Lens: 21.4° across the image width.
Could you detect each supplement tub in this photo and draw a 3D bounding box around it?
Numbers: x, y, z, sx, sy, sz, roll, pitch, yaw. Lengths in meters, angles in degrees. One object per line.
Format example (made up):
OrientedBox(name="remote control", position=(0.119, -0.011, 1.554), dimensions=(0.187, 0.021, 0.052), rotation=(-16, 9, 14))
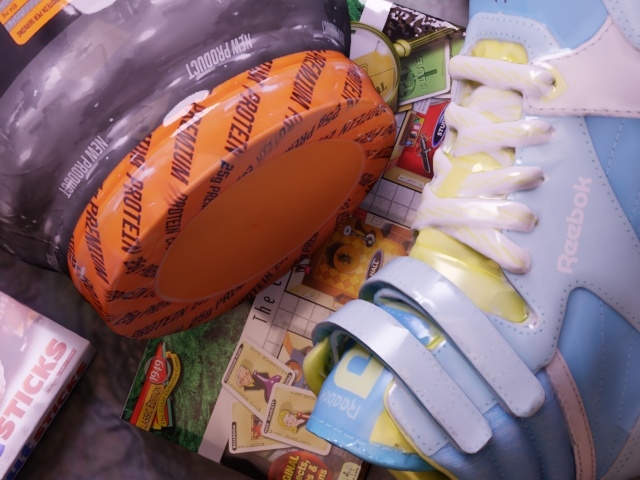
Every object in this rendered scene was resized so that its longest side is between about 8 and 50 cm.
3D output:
OrientedBox(name="supplement tub", position=(-0.127, -0.131, 0.819), dimensions=(0.207, 0.207, 0.338), rotation=(-41, 71, 11))

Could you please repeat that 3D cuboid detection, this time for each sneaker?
OrientedBox(name="sneaker", position=(0.073, -0.013, 0.734), dimensions=(0.208, 0.127, 0.319), rotation=(-23, 108, -22))

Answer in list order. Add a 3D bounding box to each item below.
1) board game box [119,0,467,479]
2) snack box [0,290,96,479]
OrientedBox(name="board game box", position=(0.000, 0.000, 0.890), dimensions=(0.136, 0.030, 0.260), rotation=(21, 94, 18))
OrientedBox(name="snack box", position=(-0.195, 0.116, 0.912), dimensions=(0.064, 0.022, 0.178), rotation=(28, 74, 14))
